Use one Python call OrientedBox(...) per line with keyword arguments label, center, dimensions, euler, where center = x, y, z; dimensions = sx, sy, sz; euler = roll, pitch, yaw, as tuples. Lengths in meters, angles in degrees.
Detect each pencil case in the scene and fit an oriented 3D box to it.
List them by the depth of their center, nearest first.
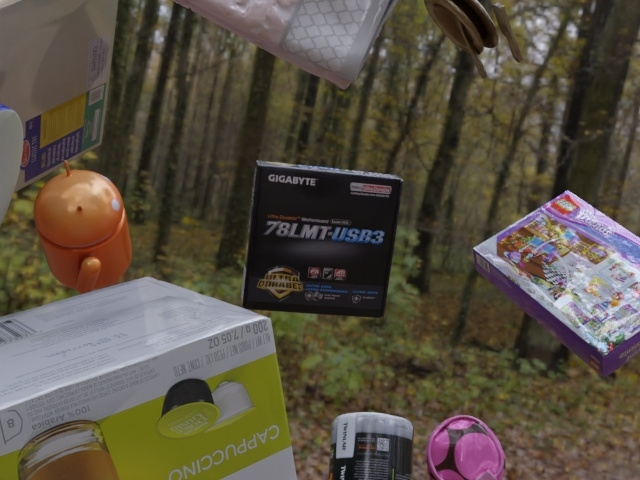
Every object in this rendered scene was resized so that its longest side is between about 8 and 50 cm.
OrientedBox(label="pencil case", center=(0.175, 0.285, 0.999), dimensions=(0.095, 0.098, 0.209), euler=(-24, -36, -2))

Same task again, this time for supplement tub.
OrientedBox(label="supplement tub", center=(0.067, 0.339, 1.170), dimensions=(0.117, 0.190, 0.117), euler=(4, -24, 2))

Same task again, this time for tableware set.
OrientedBox(label="tableware set", center=(0.103, -0.226, 0.757), dimensions=(0.128, 0.039, 0.194), euler=(45, -1, 38))

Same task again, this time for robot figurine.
OrientedBox(label="robot figurine", center=(-0.341, -0.012, 1.240), dimensions=(0.128, 0.158, 0.219), euler=(19, -36, 10))

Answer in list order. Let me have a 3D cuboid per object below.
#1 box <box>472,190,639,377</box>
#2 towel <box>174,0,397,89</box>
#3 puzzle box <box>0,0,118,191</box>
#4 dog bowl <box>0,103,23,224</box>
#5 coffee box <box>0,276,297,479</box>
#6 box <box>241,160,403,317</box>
OrientedBox(label="box", center=(0.404, 0.056, 1.312), dimensions=(0.201, 0.057, 0.293), euler=(-30, 43, -13))
OrientedBox(label="towel", center=(-0.029, -0.383, 0.976), dimensions=(0.317, 0.331, 0.053), euler=(28, -7, -5))
OrientedBox(label="puzzle box", center=(-0.438, -0.232, 1.298), dimensions=(0.052, 0.409, 0.272), euler=(42, 53, 13))
OrientedBox(label="dog bowl", center=(-0.467, -0.057, 1.035), dimensions=(0.104, 0.265, 0.265), euler=(21, 2, -3))
OrientedBox(label="coffee box", center=(-0.256, 0.262, 1.015), dimensions=(0.338, 0.334, 0.338), euler=(-16, 15, -33))
OrientedBox(label="box", center=(0.000, 0.000, 1.721), dimensions=(0.296, 0.293, 0.073), euler=(6, 13, -11))
